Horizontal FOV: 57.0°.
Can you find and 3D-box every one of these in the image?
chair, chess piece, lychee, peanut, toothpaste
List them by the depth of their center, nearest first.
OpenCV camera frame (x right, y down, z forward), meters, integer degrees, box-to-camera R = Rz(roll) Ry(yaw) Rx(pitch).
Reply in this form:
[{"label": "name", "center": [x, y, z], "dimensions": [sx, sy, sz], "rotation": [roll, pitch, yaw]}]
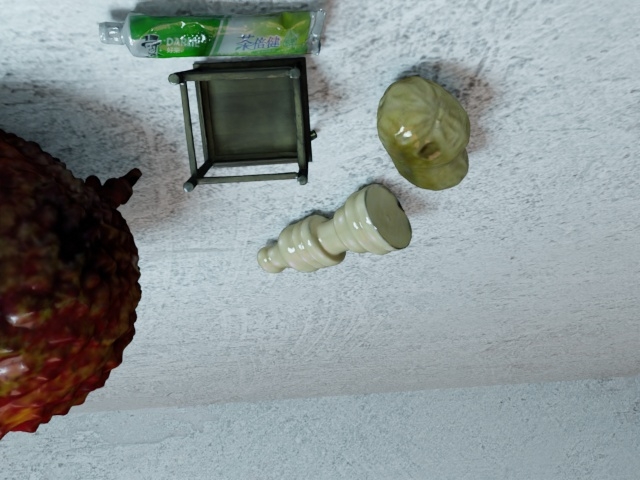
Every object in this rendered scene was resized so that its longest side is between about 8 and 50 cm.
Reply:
[{"label": "toothpaste", "center": [-0.119, -0.233, 0.664], "dimensions": [0.248, 0.046, 0.078], "rotation": [-3, 159, -9]}, {"label": "chair", "center": [-0.083, -0.153, 0.740], "dimensions": [0.155, 0.260, 0.141], "rotation": [-3, 109, 0]}, {"label": "lychee", "center": [-0.438, 0.046, 0.786], "dimensions": [0.500, 0.424, 0.424], "rotation": [-35, 169, -31]}, {"label": "peanut", "center": [0.153, -0.138, 0.827], "dimensions": [0.120, 0.110, 0.236], "rotation": [-28, 150, 14]}, {"label": "chess piece", "center": [0.000, 0.000, 1.093], "dimensions": [0.307, 0.123, 0.139], "rotation": [-19, -179, 34]}]
